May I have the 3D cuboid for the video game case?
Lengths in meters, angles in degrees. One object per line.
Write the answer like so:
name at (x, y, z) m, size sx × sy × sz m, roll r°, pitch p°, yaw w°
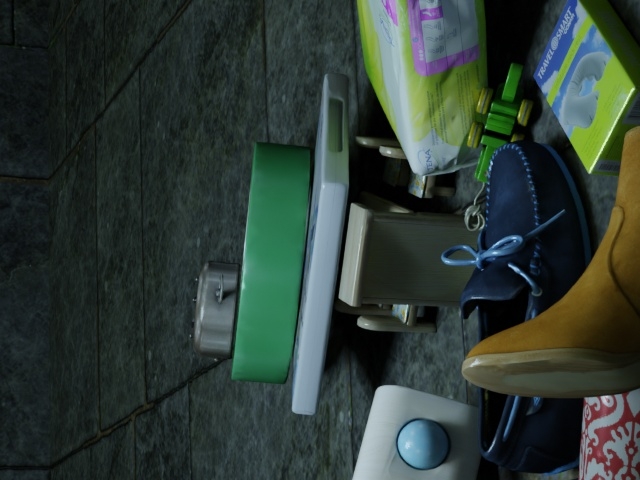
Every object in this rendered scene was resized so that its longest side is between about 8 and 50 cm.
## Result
video game case at (0.000, 0.000, 2.063) m, size 0.300 × 0.036 × 0.329 m, roll -88°, pitch 5°, yaw -60°

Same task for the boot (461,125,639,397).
boot at (0.255, 0.009, 1.353) m, size 0.104 × 0.295 × 0.211 m, roll 50°, pitch -146°, yaw -61°

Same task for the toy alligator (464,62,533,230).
toy alligator at (0.188, -0.104, 1.771) m, size 0.051 × 0.056 × 0.189 m, roll -55°, pitch -20°, yaw -67°

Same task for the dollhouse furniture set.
dollhouse furniture set at (0.072, -0.001, 1.892) m, size 0.242 × 0.161 × 0.212 m, roll -151°, pitch 67°, yaw -66°

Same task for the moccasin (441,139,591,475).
moccasin at (0.198, 0.057, 1.631) m, size 0.138 × 0.117 × 0.342 m, roll 136°, pitch 134°, yaw -58°

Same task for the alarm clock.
alarm clock at (-0.139, 0.086, 2.193) m, size 0.192 × 0.064 × 0.129 m, roll 113°, pitch 163°, yaw -70°

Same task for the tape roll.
tape roll at (-0.067, 0.030, 2.209) m, size 0.321 × 0.077 × 0.321 m, roll -175°, pitch 90°, yaw -88°

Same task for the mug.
mug at (0.282, 0.179, 1.422) m, size 0.150 × 0.113 × 0.169 m, roll -142°, pitch 55°, yaw -66°

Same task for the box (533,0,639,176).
box at (0.265, -0.160, 1.602) m, size 0.178 × 0.042 × 0.109 m, roll -111°, pitch 33°, yaw -44°

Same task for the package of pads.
package of pads at (0.107, -0.244, 1.808) m, size 0.229 × 0.101 × 0.296 m, roll -111°, pitch 7°, yaw -45°

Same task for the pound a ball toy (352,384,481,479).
pound a ball toy at (0.040, 0.308, 1.709) m, size 0.135 × 0.208 × 0.319 m, roll 99°, pitch -172°, yaw -64°
